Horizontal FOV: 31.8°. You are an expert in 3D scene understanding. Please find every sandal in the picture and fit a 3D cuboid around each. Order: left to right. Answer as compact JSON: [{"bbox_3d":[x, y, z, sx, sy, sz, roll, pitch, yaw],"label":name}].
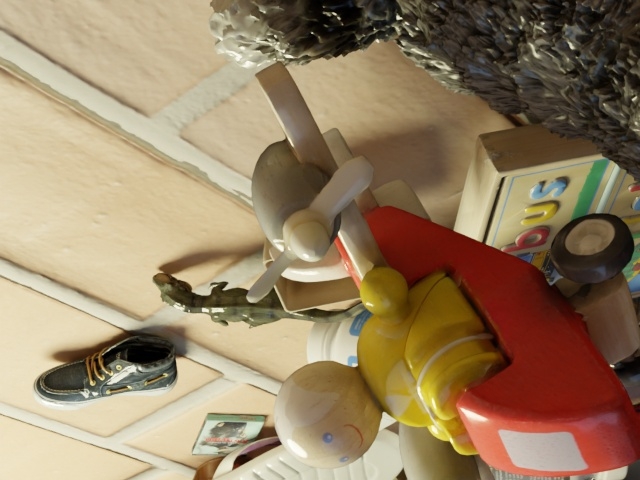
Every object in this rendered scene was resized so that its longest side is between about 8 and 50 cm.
[{"bbox_3d":[-0.077,0.351,1.675,0.416,0.102,0.169,-23,132,8],"label":"sandal"}]

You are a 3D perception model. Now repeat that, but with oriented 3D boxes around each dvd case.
[{"bbox_3d":[-0.138,0.289,1.659,0.087,0.013,0.119,5,145,-17],"label":"dvd case"}]

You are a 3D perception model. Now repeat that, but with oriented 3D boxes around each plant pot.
[{"bbox_3d":[0.000,0.000,1.184,0.109,0.096,0.109,-12,147,7],"label":"plant pot"}]

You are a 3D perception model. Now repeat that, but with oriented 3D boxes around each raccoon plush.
[{"bbox_3d":[0.147,-0.110,0.868,0.446,0.299,0.216,-19,144,18],"label":"raccoon plush"}]

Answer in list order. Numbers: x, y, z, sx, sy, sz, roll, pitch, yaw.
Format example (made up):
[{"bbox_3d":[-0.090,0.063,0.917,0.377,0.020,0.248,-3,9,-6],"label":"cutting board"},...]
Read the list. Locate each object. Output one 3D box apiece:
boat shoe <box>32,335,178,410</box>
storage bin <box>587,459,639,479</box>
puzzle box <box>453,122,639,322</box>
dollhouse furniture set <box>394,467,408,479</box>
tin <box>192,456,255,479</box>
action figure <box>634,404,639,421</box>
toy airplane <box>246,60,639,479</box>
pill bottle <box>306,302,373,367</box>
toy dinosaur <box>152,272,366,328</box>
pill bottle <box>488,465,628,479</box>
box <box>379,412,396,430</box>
[{"bbox_3d":[-0.270,0.160,1.407,0.183,0.065,0.083,-7,145,-12],"label":"boat shoe"},{"bbox_3d":[0.476,0.359,1.814,0.135,0.098,0.091,10,115,-22],"label":"storage bin"},{"bbox_3d":[0.274,0.007,1.245,0.272,0.052,0.409,-11,147,-10],"label":"puzzle box"},{"bbox_3d":[0.138,0.464,1.797,0.161,0.212,0.242,-37,163,34],"label":"dollhouse furniture set"},{"bbox_3d":[-0.153,0.400,1.801,0.106,0.040,0.189,0,145,-18],"label":"tin"},{"bbox_3d":[0.557,0.261,1.668,0.139,0.091,0.280,20,138,-19],"label":"action figure"},{"bbox_3d":[0.057,0.068,0.933,0.272,0.386,0.384,-41,172,-16],"label":"toy airplane"},{"bbox_3d":[0.094,0.128,1.253,0.221,0.124,0.124,4,160,44],"label":"pill bottle"},{"bbox_3d":[-0.055,0.073,1.285,0.268,0.064,0.118,2,178,13],"label":"toy dinosaur"},{"bbox_3d":[0.286,0.294,1.608,0.278,0.162,0.162,-7,146,0],"label":"pill bottle"},{"bbox_3d":[0.059,0.178,1.452,0.102,0.101,0.087,21,137,-33],"label":"box"}]
